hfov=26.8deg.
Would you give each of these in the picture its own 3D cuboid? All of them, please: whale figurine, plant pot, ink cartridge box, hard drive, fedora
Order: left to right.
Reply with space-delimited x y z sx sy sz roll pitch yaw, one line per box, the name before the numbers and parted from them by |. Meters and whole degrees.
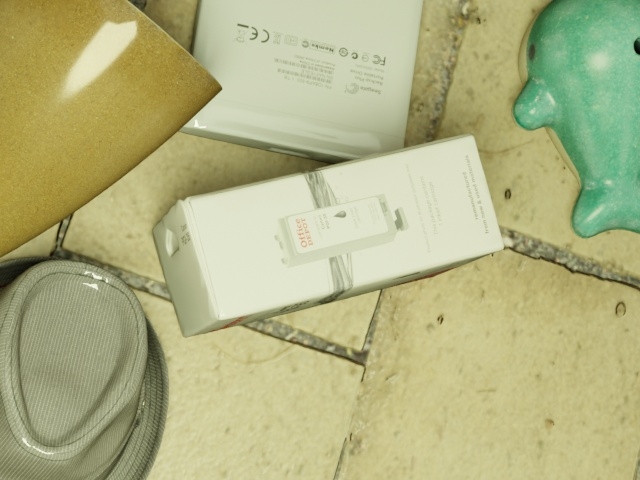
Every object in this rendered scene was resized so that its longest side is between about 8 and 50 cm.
plant pot | -0.261 -0.119 1.236 0.237 0.237 0.254 40 90 -8
fedora | -0.239 0.126 1.206 0.243 0.124 0.275 25 58 -14
hard drive | -0.007 -0.263 1.401 0.233 0.047 0.353 11 81 -14
ink cartridge box | 0.000 0.000 1.284 0.283 0.207 0.117 -14 85 -17
whale figurine | 0.312 -0.141 1.426 0.216 0.141 0.272 -2 84 -16
